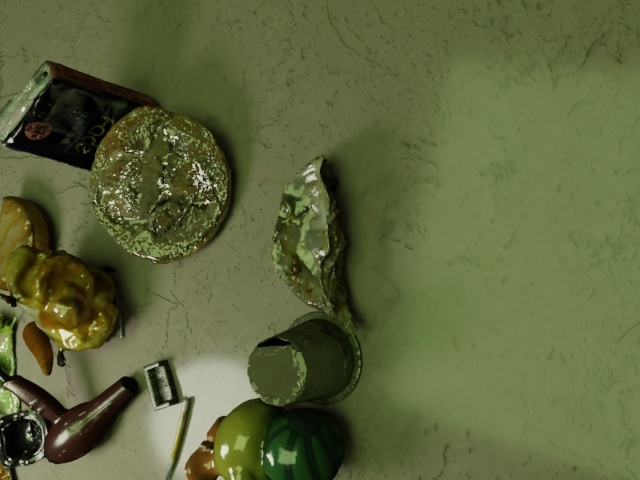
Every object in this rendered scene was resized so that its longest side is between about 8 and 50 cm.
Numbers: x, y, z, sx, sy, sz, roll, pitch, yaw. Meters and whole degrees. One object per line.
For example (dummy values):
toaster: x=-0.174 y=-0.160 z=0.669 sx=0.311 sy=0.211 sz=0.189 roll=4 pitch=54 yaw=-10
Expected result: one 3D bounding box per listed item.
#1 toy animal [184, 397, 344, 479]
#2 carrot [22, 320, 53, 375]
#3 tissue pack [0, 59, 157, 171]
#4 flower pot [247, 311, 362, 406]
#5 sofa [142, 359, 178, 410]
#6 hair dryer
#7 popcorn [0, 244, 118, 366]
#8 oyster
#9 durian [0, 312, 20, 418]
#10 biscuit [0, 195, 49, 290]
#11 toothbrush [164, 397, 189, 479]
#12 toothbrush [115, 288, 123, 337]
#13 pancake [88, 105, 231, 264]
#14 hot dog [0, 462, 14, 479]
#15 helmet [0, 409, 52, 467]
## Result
toy animal: x=-0.116 y=0.444 z=1.528 sx=0.338 sy=0.216 sz=0.191 roll=-3 pitch=114 yaw=21
carrot: x=-0.758 y=0.286 z=1.896 sx=0.336 sy=0.069 sz=0.069 roll=27 pitch=104 yaw=57
tissue pack: x=-0.586 y=-0.296 z=1.725 sx=0.245 sy=0.332 sz=0.123 roll=-39 pitch=63 yaw=24
flower pot: x=-0.042 y=0.261 z=1.508 sx=0.212 sy=0.202 sz=0.212 roll=-2 pitch=85 yaw=27
sofa: x=-0.408 y=0.369 z=1.789 sx=0.060 sy=0.039 sz=0.118 roll=-22 pitch=80 yaw=26
hair dryer: x=-0.692 y=0.402 z=1.836 sx=0.340 sy=0.123 sz=0.312 roll=41 pitch=103 yaw=-11
popcorn: x=-0.649 y=0.151 z=1.813 sx=0.297 sy=0.281 sz=0.316 roll=28 pitch=142 yaw=20
oyster: x=-0.016 y=0.016 z=1.561 sx=0.204 sy=0.111 sz=0.396 roll=-9 pitch=86 yaw=45
durian: x=-0.970 y=0.387 z=2.074 sx=0.169 sy=0.157 sz=0.356 roll=0 pitch=90 yaw=-8
biscuit: x=-0.859 y=0.023 z=2.004 sx=0.213 sy=0.091 sz=0.274 roll=28 pitch=101 yaw=28
toothbrush: x=-0.368 y=0.535 z=1.778 sx=0.024 sy=0.021 sz=0.288 roll=17 pitch=98 yaw=16
toothbrush: x=-0.538 y=0.196 z=1.876 sx=0.013 sy=0.011 sz=0.131 roll=-12 pitch=84 yaw=49
pancake: x=-0.393 y=-0.135 z=1.719 sx=0.386 sy=0.082 sz=0.387 roll=2 pitch=103 yaw=10
hot dog: x=-0.943 y=0.729 z=2.066 sx=0.108 sy=0.059 sz=0.191 roll=-25 pitch=76 yaw=21
helmet: x=-0.818 y=0.552 z=1.974 sx=0.177 sy=0.107 sz=0.153 roll=-13 pitch=81 yaw=10
